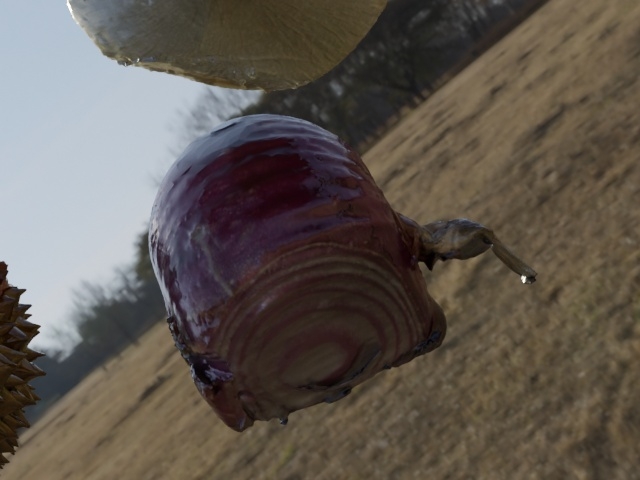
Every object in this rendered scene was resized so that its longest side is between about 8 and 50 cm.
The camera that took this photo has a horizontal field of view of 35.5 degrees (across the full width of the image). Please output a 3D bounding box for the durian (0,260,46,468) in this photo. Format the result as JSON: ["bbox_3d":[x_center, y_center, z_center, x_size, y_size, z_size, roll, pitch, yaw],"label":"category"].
[{"bbox_3d":[-0.492,0.146,1.132,0.347,0.385,0.348,-15,31,9],"label":"durian"}]

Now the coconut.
[{"bbox_3d":[-0.060,-0.215,0.630,0.245,0.245,0.247,-37,15,24],"label":"coconut"}]

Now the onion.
[{"bbox_3d":[-0.030,0.006,0.830,0.272,0.230,0.256,-40,29,-22],"label":"onion"}]
